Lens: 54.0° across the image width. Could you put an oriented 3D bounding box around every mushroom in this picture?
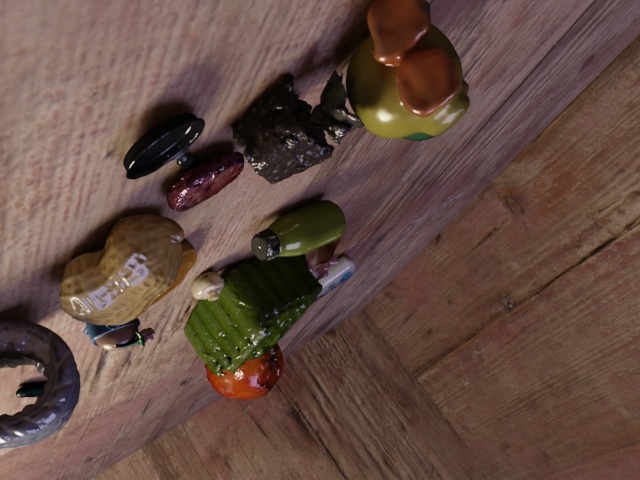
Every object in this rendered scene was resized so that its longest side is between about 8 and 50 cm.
[{"bbox_3d":[-0.275,0.116,1.538,0.084,0.067,0.083,-24,163,-8],"label":"mushroom"}]

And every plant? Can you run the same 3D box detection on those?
[{"bbox_3d":[-0.033,-0.185,1.013,0.203,0.142,0.131,-34,151,4],"label":"plant"}]

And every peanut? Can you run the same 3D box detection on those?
[{"bbox_3d":[-0.334,0.053,1.085,0.233,0.110,0.197,-40,153,8],"label":"peanut"}]

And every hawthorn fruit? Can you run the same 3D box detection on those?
[{"bbox_3d":[-0.287,0.430,2.171,0.308,0.275,0.276,-25,170,18],"label":"hawthorn fruit"}]

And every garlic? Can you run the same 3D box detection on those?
[{"bbox_3d":[0.006,0.005,1.797,0.174,0.099,0.124,-50,-175,0],"label":"garlic"}]

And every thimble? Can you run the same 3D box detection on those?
[{"bbox_3d":[-0.534,0.257,1.069,0.236,0.205,0.172,-26,164,-28],"label":"thimble"}]

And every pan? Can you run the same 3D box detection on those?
[{"bbox_3d":[-0.221,-0.133,0.942,0.136,0.028,0.235,-38,176,1],"label":"pan"}]

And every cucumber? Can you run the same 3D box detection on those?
[{"bbox_3d":[-0.645,0.340,1.427,0.032,0.032,0.133,-38,165,4],"label":"cucumber"}]

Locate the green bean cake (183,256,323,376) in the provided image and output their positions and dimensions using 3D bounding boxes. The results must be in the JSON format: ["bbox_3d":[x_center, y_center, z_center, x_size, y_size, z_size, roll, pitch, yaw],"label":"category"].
[{"bbox_3d":[-0.176,0.197,1.741,0.319,0.218,0.335,-22,161,-47],"label":"green bean cake"}]

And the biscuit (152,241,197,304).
[{"bbox_3d":[-0.336,0.076,1.336,0.142,0.029,0.220,-24,161,-47],"label":"biscuit"}]

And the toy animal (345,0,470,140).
[{"bbox_3d":[0.143,-0.265,1.064,0.191,0.216,0.338,-29,176,14],"label":"toy animal"}]

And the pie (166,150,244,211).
[{"bbox_3d":[-0.194,-0.100,1.068,0.154,0.036,0.154,-35,177,-2],"label":"pie"}]

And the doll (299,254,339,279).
[{"bbox_3d":[-0.039,0.091,1.983,0.211,0.093,0.262,-18,160,-38],"label":"doll"}]

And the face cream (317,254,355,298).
[{"bbox_3d":[-0.020,0.179,2.340,0.337,0.080,0.163,-35,165,-12],"label":"face cream"}]

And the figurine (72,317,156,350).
[{"bbox_3d":[-0.401,0.158,1.234,0.114,0.144,0.178,-30,153,-40],"label":"figurine"}]

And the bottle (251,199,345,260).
[{"bbox_3d":[-0.056,-0.020,1.544,0.260,0.112,0.112,-24,161,-44],"label":"bottle"}]
